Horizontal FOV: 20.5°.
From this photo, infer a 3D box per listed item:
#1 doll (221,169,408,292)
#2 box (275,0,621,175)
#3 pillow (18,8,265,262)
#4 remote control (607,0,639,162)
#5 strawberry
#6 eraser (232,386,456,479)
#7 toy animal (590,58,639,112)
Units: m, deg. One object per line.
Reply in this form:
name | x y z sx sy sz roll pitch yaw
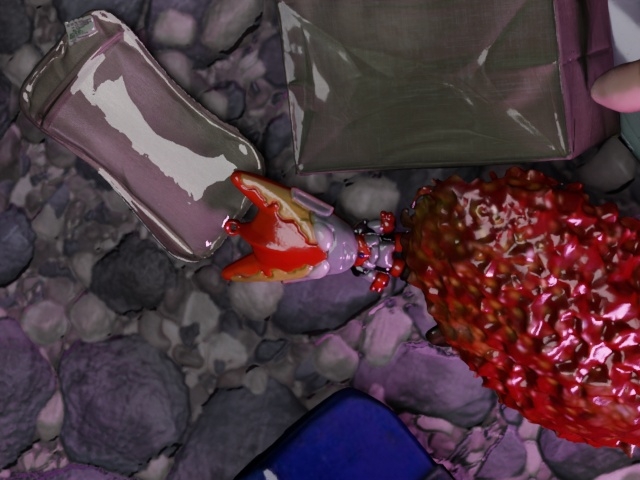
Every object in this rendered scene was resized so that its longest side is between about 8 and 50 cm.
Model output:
doll | 0.000 0.000 1.528 0.169 0.057 0.109 7 120 0
box | 0.104 -0.141 1.401 0.231 0.149 0.155 -1 101 25
pillow | -0.156 -0.094 1.557 0.232 0.038 0.131 42 105 3
remote control | 0.271 -0.118 1.434 0.097 0.045 0.256 -42 84 20
strawberry | 0.183 0.074 1.382 0.306 0.138 0.233 21 137 -23
eraser | 0.083 0.286 1.507 0.332 0.155 0.101 51 151 1
toy animal | 0.347 -0.144 1.318 0.250 0.166 0.154 -14 87 -25
